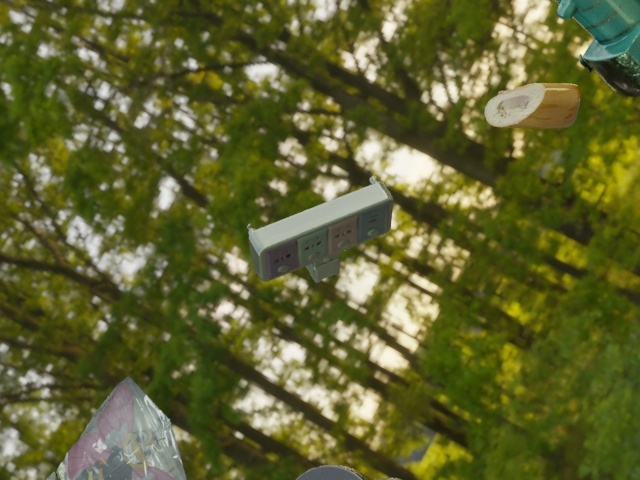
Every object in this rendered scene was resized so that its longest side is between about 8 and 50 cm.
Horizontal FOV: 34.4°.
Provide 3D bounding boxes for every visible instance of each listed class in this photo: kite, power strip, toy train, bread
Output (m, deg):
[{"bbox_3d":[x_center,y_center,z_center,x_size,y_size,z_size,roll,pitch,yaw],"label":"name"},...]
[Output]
[{"bbox_3d":[-0.342,0.362,1.450,0.360,0.204,0.022,-38,-29,9],"label":"kite"},{"bbox_3d":[0.000,0.000,1.517,0.215,0.061,0.145,-21,-33,-14],"label":"power strip"},{"bbox_3d":[0.326,-0.319,1.177,0.194,0.298,0.120,-55,21,-5],"label":"toy train"},{"bbox_3d":[0.246,-0.153,1.186,0.062,0.103,0.049,107,163,-79],"label":"bread"}]

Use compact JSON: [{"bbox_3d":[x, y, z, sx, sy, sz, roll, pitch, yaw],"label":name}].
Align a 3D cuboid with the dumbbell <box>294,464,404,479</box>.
[{"bbox_3d":[0.047,0.341,1.200,0.325,0.143,0.143,30,-92,-56],"label":"dumbbell"}]
